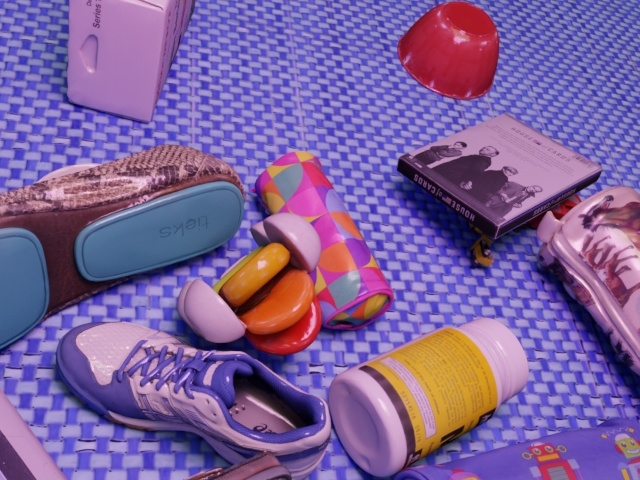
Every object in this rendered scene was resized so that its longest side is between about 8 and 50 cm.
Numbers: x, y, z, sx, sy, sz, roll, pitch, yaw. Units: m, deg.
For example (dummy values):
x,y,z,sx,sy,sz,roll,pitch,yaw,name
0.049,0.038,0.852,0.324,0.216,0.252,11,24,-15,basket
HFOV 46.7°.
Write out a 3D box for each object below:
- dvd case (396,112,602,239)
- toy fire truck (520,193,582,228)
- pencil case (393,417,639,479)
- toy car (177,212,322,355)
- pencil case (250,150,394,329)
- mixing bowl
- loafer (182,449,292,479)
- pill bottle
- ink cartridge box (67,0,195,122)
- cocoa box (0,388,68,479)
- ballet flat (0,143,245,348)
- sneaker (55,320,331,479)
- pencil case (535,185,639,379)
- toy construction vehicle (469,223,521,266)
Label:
x,y,z,sx,sy,sz,roll,pitch,yaw,name
0.252,-0.099,1.035,0.239,0.029,0.179,-24,50,-34,dvd case
0.301,-0.084,1.122,0.192,0.047,0.135,12,50,-12,toy fire truck
0.219,0.272,0.775,0.306,0.133,0.119,-5,44,-24,pencil case
-0.060,0.063,0.811,0.159,0.182,0.136,-42,97,-15,toy car
0.000,0.000,0.923,0.104,0.104,0.236,-13,58,-27,pencil case
0.231,-0.337,1.254,0.181,0.098,0.181,9,52,-12,mixing bowl
-0.155,0.258,0.658,0.267,0.096,0.084,-30,54,-20,loafer
0.124,0.166,0.825,0.208,0.119,0.119,-19,63,-30,pill bottle
-0.244,-0.331,1.012,0.117,0.201,0.278,15,51,-8,ink cartridge box
-0.300,0.246,0.491,0.231,0.228,0.347,-43,74,-2,cocoa box
-0.306,0.000,0.796,0.182,0.164,0.483,32,41,34,ballet flat
-0.123,0.140,0.751,0.296,0.131,0.112,22,52,-1,sneaker
0.444,0.122,0.946,0.183,0.160,0.410,-6,56,-41,pencil case
0.244,-0.016,1.032,0.035,0.086,0.098,27,33,-19,toy construction vehicle
